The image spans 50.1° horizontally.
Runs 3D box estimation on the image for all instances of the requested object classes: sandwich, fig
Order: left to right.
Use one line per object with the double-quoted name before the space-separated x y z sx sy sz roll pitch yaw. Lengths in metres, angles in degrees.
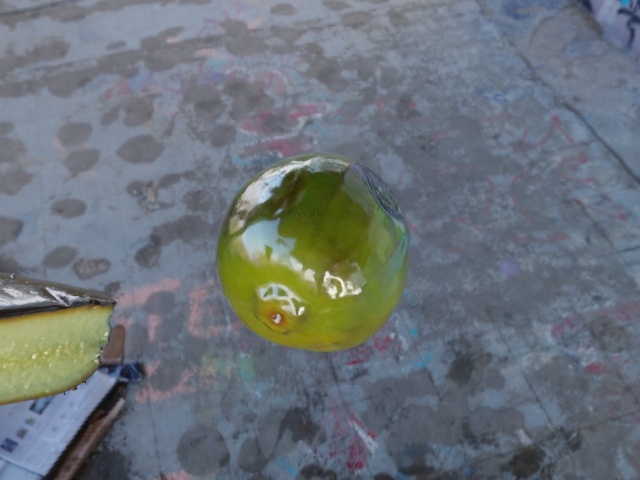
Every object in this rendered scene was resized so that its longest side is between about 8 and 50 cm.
"sandwich" -0.281 0.077 0.504 0.088 0.090 0.244 24 18 40
"fig" -0.004 -0.003 0.729 0.207 0.207 0.230 12 66 11
